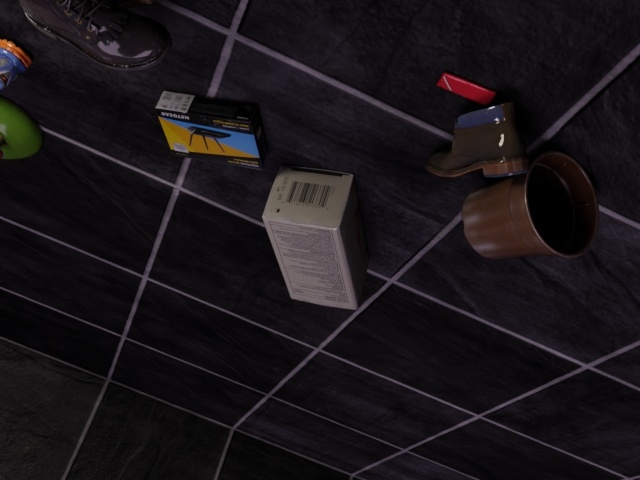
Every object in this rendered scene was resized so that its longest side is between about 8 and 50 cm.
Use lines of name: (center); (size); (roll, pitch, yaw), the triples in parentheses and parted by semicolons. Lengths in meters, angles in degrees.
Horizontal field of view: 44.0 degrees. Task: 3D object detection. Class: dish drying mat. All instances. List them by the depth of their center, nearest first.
dish drying mat: (0.216, -0.224, 1.176); (0.083, 0.008, 0.032); (22, 149, -5)

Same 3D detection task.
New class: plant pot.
plant pot: (0.328, -0.043, 1.276); (0.167, 0.167, 0.165); (33, 155, -23)

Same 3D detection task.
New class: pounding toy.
pounding toy: (-0.692, -0.211, 1.593); (0.236, 0.110, 0.183); (23, 149, -9)

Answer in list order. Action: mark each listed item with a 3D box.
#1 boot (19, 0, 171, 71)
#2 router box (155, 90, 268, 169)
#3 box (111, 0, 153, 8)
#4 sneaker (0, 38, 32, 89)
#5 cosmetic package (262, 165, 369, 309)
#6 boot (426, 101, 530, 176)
boot: (-0.349, -0.334, 1.084); (0.262, 0.091, 0.229); (19, 171, 6)
router box: (-0.189, -0.194, 1.409); (0.178, 0.046, 0.133); (10, 149, 13)
box: (-0.350, -0.425, 1.135); (0.136, 0.037, 0.225); (-1, 143, 29)
sneaker: (-0.625, -0.304, 1.429); (0.221, 0.087, 0.083); (-4, 142, 33)
cosmetic package: (0.000, 0.000, 1.540); (0.153, 0.129, 0.296); (9, 148, 14)
boot: (0.238, -0.156, 1.233); (0.082, 0.106, 0.219); (-15, -168, -29)
